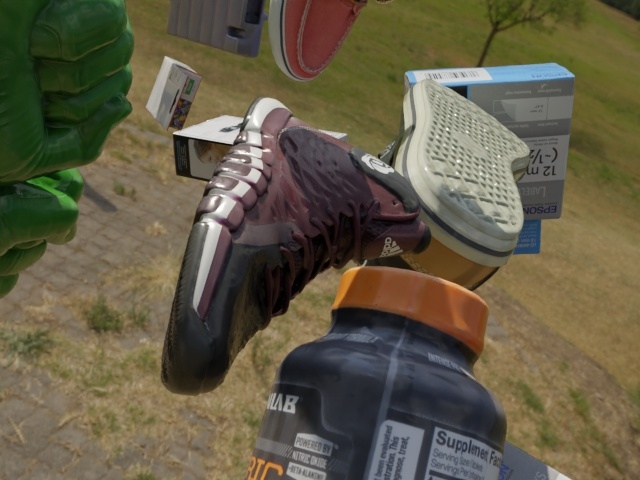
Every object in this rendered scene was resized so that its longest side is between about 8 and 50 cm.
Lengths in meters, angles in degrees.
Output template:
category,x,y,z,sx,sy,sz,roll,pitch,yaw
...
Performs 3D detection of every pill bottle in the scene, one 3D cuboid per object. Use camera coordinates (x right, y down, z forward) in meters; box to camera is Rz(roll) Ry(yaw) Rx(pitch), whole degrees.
category,x,y,z,sx,sy,sz,roll,pitch,yaw
pill bottle,0.023,0.140,0.356,0.130,0.246,0.130,15,-18,5

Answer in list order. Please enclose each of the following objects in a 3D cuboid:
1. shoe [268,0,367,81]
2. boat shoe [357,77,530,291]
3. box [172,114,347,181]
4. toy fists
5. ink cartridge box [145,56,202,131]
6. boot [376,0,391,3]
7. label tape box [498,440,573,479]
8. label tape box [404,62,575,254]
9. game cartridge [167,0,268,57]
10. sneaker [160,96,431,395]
category,x,y,z,sx,sy,sz,roll,pitch,yaw
shoe,0.022,-0.189,0.469,0.063,0.178,0.081,1,27,-40
boat shoe,0.145,-0.070,0.818,0.186,0.156,0.500,34,29,-2
box,-0.113,-0.161,1.280,0.289,0.087,0.169,13,27,26
toy fists,-0.189,-0.052,0.380,0.096,0.279,0.142,46,39,9
ink cartridge box,-0.153,-0.153,0.720,0.029,0.063,0.115,17,15,-31
boot,0.102,-0.397,0.967,0.059,0.158,0.084,8,-12,9
label tape box,0.234,0.336,0.785,0.333,0.241,0.106,27,64,28
label tape box,0.269,-0.105,1.127,0.249,0.348,0.115,-3,24,2
game cartridge,-0.147,-0.482,1.052,0.068,0.355,0.230,-3,23,-38
sneaker,0.000,0.000,0.475,0.162,0.106,0.281,18,41,-4
